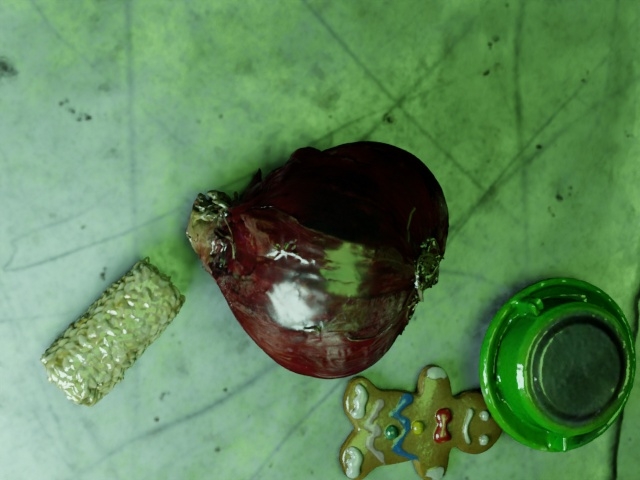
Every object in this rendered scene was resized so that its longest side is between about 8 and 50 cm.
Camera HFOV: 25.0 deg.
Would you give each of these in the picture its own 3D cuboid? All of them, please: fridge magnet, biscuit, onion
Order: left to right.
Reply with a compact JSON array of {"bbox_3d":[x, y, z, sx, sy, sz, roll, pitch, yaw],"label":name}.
[{"bbox_3d":[-0.216,0.099,1.526,0.168,0.070,0.082,-45,99,-10],"label":"biscuit"},{"bbox_3d":[0.019,0.006,1.532,0.281,0.281,0.221,-34,148,-15],"label":"onion"},{"bbox_3d":[0.122,0.214,1.679,0.205,0.031,0.138,3,93,-22],"label":"biscuit"},{"bbox_3d":[0.284,0.147,1.700,0.208,0.088,0.208,-1,93,-22],"label":"fridge magnet"}]
